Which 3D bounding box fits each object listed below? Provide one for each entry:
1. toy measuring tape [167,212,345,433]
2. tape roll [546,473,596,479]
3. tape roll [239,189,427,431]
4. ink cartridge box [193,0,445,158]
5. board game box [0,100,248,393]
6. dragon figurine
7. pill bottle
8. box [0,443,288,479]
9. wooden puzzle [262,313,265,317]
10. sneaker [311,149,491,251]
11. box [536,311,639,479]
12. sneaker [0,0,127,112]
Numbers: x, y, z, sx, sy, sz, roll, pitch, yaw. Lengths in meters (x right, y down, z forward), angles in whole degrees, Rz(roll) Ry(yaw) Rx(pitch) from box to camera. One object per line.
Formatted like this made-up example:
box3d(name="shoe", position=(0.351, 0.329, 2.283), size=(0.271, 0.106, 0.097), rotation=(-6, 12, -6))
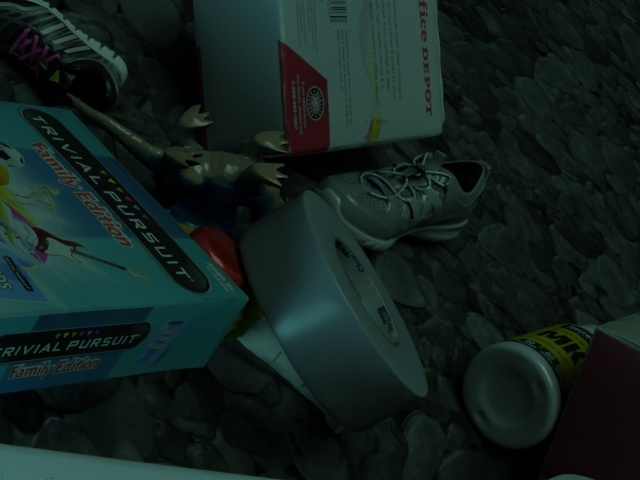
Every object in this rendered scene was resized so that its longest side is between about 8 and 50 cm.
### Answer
box3d(name="toy measuring tape", position=(-0.079, 0.086, 1.068), size=(0.330, 0.121, 0.121), rotation=(45, 34, -19))
box3d(name="tape roll", position=(0.210, 0.356, 1.070), size=(0.246, 0.169, 0.246), rotation=(28, 40, -27))
box3d(name="tape roll", position=(0.014, 0.064, 1.093), size=(0.219, 0.072, 0.219), rotation=(57, 10, -15))
box3d(name="ink cartridge box", position=(0.004, -0.214, 1.345), size=(0.306, 0.131, 0.226), rotation=(-12, 101, -54))
box3d(name="board game box", position=(-0.245, -0.007, 0.848), size=(0.254, 0.079, 0.336), rotation=(44, 22, 24))
box3d(name="dragon figurine", position=(-0.119, -0.051, 1.171), size=(0.289, 0.144, 0.085), rotation=(11, 48, -16))
box3d(name="pill bottle", position=(0.265, 0.160, 1.362), size=(0.209, 0.119, 0.119), rotation=(-9, 64, -51))
box3d(name="box", position=(-0.087, 0.274, 0.733), size=(0.346, 0.168, 0.215), rotation=(11, 47, -15))
box3d(name="wooden puzzle", position=(-0.078, 0.064, 1.171), size=(0.116, 0.014, 0.078), rotation=(43, 31, -9))
box3d(name="sneaker", position=(0.095, -0.064, 1.378), size=(0.105, 0.115, 0.281), rotation=(48, 29, 23))
box3d(name="box", position=(0.339, 0.208, 1.272), size=(0.127, 0.232, 0.149), rotation=(29, 22, 33))
box3d(name="sneaker", position=(-0.262, -0.177, 1.154), size=(0.170, 0.063, 0.074), rotation=(30, 33, -33))
